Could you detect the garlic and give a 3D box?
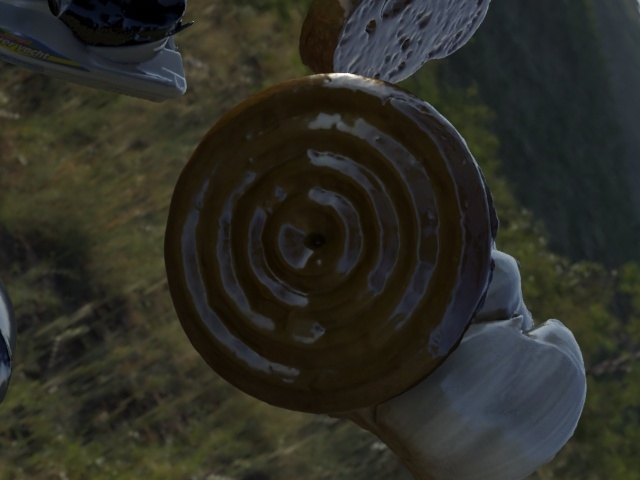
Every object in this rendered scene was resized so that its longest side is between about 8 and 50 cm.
[{"bbox_3d":[0.090,0.067,1.067,0.185,0.203,0.281,60,-16,-20],"label":"garlic"}]

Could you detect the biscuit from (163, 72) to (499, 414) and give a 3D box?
[{"bbox_3d":[0.000,0.000,0.958,0.262,0.262,0.037,62,14,17],"label":"biscuit"}]

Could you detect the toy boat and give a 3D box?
[{"bbox_3d":[-0.214,-0.209,1.124,0.269,0.141,0.141,22,38,-57],"label":"toy boat"}]

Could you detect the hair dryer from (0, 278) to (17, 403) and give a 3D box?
[{"bbox_3d":[-0.369,0.035,0.796,0.361,0.121,0.301,32,19,-8],"label":"hair dryer"}]

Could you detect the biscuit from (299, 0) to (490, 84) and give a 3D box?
[{"bbox_3d":[0.105,-0.280,1.172,0.057,0.312,0.351,34,42,20],"label":"biscuit"}]
